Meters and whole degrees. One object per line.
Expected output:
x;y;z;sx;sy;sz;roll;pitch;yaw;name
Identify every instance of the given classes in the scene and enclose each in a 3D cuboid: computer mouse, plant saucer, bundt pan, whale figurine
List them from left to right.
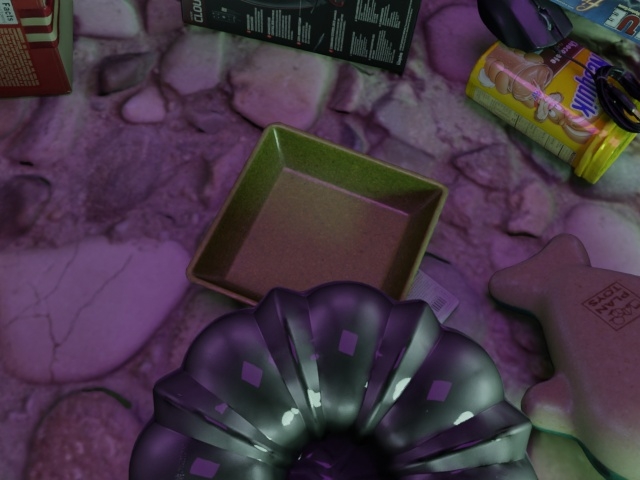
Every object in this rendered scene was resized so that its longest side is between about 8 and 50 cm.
0.000;0.000;0.733;0.188;0.045;0.188;21;63;8;plant saucer
0.009;0.178;0.575;0.330;0.124;0.331;0;75;1;bundt pan
0.250;-0.198;0.800;0.071;0.041;0.242;-33;66;-23;computer mouse
0.266;0.108;0.685;0.216;0.141;0.272;-31;44;-12;whale figurine

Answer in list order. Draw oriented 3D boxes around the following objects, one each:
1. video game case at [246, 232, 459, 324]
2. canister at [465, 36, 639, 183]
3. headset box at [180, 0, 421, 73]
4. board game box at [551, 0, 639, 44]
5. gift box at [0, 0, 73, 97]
0.027;0.067;0.736;0.143;0.019;0.157;39;67;16;video game case
0.256;-0.155;0.840;0.170;0.073;0.126;38;65;17;canister
-0.028;-0.315;0.825;0.293;0.218;0.110;13;60;4;headset box
0.294;-0.328;0.890;0.165;0.042;0.243;18;45;-20;board game box
-0.394;-0.311;0.779;0.276;0.255;0.258;-1;64;-11;gift box
